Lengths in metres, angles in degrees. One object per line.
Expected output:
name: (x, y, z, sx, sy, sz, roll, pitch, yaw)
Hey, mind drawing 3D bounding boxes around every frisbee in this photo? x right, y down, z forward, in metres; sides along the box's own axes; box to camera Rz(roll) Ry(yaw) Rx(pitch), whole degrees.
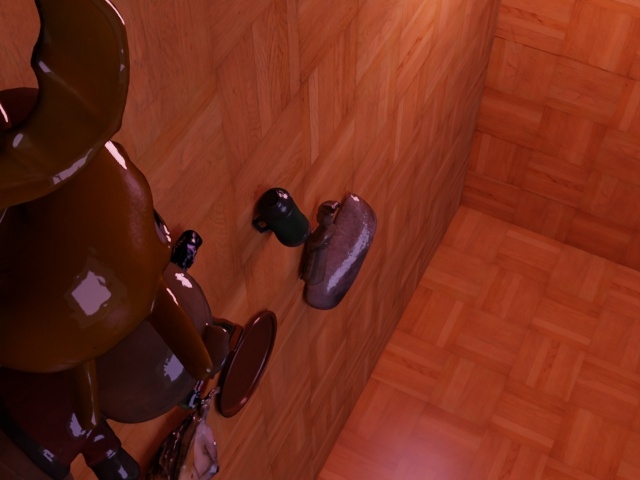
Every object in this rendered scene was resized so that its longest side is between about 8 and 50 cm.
frisbee: (-0.158, 0.268, 1.841, 0.251, 0.021, 0.251, -56, 160, -34)

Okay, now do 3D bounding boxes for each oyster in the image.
oyster: (-0.251, 0.414, 1.587, 0.271, 0.100, 0.276, 26, 64, -70)

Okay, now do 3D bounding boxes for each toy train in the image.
toy train: (-0.211, 0.198, 1.398, 0.176, 0.118, 0.074, -67, 161, -10)

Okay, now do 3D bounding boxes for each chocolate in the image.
chocolate: (-0.226, 0.047, 1.274, 0.070, 0.072, 0.147, 29, 71, -33)
chocolate: (0.062, 0.040, 2.137, 0.303, 0.100, 0.185, -63, 167, -6)

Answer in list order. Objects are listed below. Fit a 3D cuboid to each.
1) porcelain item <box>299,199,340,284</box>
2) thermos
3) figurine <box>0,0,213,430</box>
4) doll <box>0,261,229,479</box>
porcelain item: (0.000, 0.000, 1.940, 0.084, 0.054, 0.213, -51, 158, -52)
thermos: (-0.077, -0.050, 1.613, 0.188, 0.083, 0.073, 59, 33, -69)
figurine: (-0.279, 0.013, 0.676, 0.387, 0.267, 0.401, 32, 70, -60)
doll: (-0.269, 0.149, 0.938, 0.330, 0.235, 0.174, -43, 152, -6)
